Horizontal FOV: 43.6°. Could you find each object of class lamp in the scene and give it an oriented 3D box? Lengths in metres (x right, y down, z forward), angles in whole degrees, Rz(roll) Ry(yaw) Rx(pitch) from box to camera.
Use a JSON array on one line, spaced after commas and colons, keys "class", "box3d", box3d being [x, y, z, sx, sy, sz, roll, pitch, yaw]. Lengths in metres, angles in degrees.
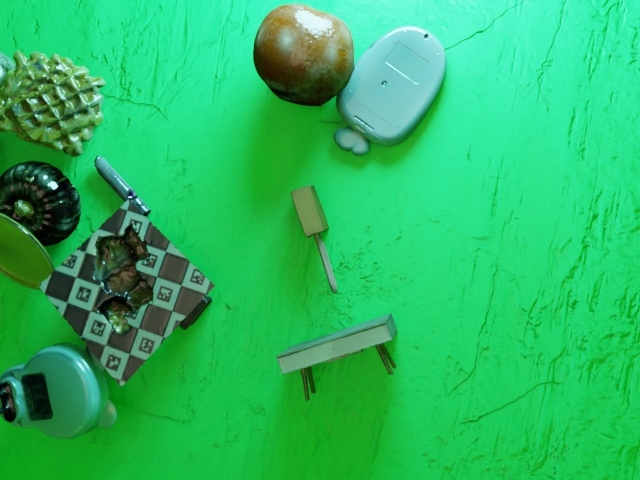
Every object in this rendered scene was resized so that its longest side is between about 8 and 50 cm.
[{"class": "lamp", "box3d": [-0.590, 0.336, 1.775, 0.284, 0.147, 0.209, -10, 89, 3]}]

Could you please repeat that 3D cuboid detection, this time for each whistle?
[{"class": "whistle", "box3d": [-0.444, -0.118, 1.786, 0.033, 0.033, 0.176, -45, 85, 10]}]

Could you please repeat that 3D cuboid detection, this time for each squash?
[{"class": "squash", "box3d": [-0.624, -0.079, 1.763, 0.193, 0.156, 0.193, 2, 128, 2]}]

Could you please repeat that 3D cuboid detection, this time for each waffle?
[{"class": "waffle", "box3d": [-0.586, -0.305, 1.754, 0.223, 0.054, 0.204, 18, 87, -20]}]

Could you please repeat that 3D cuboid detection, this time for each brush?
[{"class": "brush", "box3d": [0.000, 0.000, 1.673, 0.047, 0.103, 0.233, -19, 90, 7]}]

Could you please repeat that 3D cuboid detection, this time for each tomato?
[{"class": "tomato", "box3d": [-0.035, -0.366, 1.607, 0.208, 0.208, 0.184, 14, 86, 10]}]

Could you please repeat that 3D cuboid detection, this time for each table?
[{"class": "table", "box3d": [0.048, 0.246, 1.663, 0.240, 0.121, 0.111, -19, 89, 12]}]

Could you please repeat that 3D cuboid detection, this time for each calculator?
[{"class": "calculator", "box3d": [0.139, -0.306, 1.660, 0.185, 0.041, 0.299, 38, 97, 7]}]

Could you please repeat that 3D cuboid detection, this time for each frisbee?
[{"class": "frisbee", "box3d": [-0.685, 0.021, 1.772, 0.236, 0.017, 0.236, 18, 139, 17]}]

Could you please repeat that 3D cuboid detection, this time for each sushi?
[{"class": "sushi", "box3d": [-0.414, 0.109, 1.738, 0.294, 0.059, 0.292, -44, 80, 0]}]

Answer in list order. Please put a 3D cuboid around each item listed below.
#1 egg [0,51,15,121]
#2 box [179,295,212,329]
[{"class": "egg", "box3d": [-0.733, -0.342, 1.781, 0.132, 0.132, 0.172, -10, 102, 11]}, {"class": "box", "box3d": [-0.284, 0.144, 1.751, 0.060, 0.063, 0.085, 38, 98, 5]}]
